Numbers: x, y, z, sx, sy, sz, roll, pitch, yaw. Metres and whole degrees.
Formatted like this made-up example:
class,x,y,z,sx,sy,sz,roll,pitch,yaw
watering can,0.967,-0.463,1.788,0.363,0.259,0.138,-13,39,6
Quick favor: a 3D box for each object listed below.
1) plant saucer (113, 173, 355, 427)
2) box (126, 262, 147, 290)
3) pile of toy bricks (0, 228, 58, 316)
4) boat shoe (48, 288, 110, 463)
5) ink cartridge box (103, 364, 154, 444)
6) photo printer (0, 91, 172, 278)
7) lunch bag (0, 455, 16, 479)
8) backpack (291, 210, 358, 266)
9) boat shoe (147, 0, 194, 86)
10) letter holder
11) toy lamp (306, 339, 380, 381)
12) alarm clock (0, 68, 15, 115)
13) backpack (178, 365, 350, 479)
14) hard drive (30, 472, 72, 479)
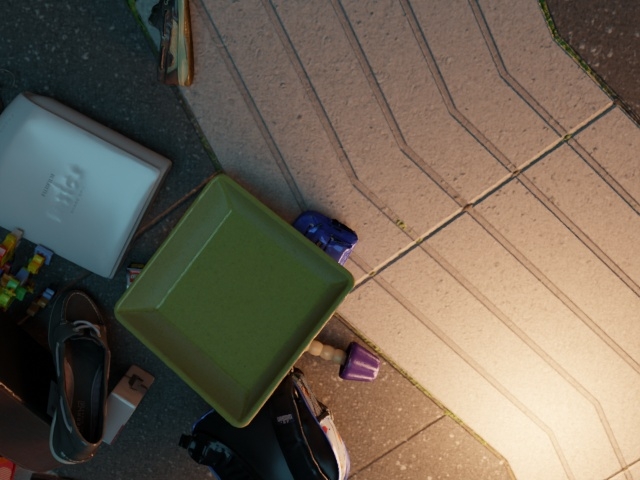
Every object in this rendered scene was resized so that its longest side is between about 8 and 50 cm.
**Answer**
class,x,y,z,sx,sy,sz,roll,pitch,yaw
plant saucer,-0.151,0.104,1.323,0.333,0.081,0.332,38,91,16
box,-0.270,0.108,1.424,0.207,0.036,0.114,5,105,-1
pile of toy bricks,-0.557,0.087,1.340,0.118,0.105,0.212,31,140,-6
boat shoe,-0.429,0.233,1.338,0.112,0.335,0.095,15,144,-39
ink cartridge box,-0.386,0.317,1.430,0.056,0.135,0.099,33,102,-5
photo printer,-0.461,-0.105,1.331,0.308,0.107,0.256,28,103,-7
lunch bag,-0.727,0.410,1.400,0.120,0.258,0.293,-32,124,16
backpack,0.000,0.000,1.364,0.120,0.101,0.098,30,96,-4
boat shoe,-0.262,-0.379,1.272,0.074,0.080,0.223,-3,109,-4
letter holder,-0.597,0.302,1.355,0.215,0.152,0.301,-22,133,7
toy lamp,-0.017,0.206,1.431,0.275,0.080,0.080,23,104,-3
alarm clock,-0.630,-0.245,1.320,0.192,0.064,0.129,-35,102,6
backpack,-0.079,0.402,1.393,0.277,0.213,0.263,-36,72,11
hard drive,-0.555,0.627,1.554,0.172,0.054,0.254,12,105,-3
